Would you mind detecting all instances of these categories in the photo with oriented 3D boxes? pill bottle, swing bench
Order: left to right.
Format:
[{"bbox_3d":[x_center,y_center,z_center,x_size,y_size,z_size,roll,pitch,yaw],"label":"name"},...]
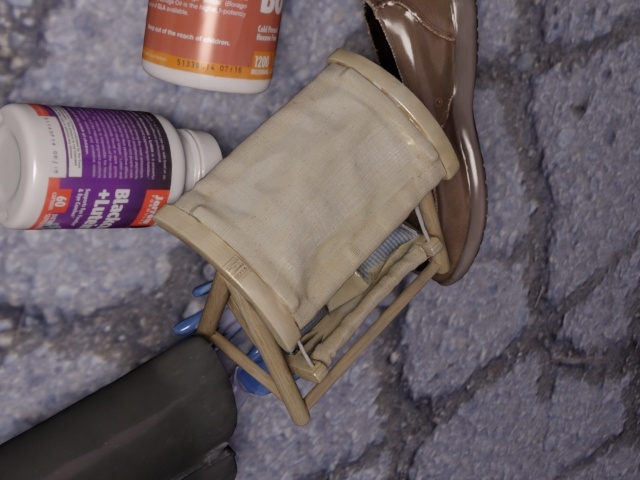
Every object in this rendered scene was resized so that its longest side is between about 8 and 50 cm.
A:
[{"bbox_3d":[-0.189,-0.064,0.866,0.194,0.108,0.108,-2,110,-39],"label":"pill bottle"},{"bbox_3d":[-0.088,-0.247,0.862,0.121,0.121,0.216,-4,111,-39],"label":"pill bottle"},{"bbox_3d":[0.000,0.000,0.938,0.253,0.165,0.254,-45,157,-23],"label":"swing bench"}]

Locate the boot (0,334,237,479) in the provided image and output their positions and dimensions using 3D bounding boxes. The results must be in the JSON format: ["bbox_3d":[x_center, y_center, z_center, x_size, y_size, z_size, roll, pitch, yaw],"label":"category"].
[{"bbox_3d":[-0.268,0.206,0.844,0.445,0.146,0.367,-21,150,-28],"label":"boot"}]

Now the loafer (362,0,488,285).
[{"bbox_3d":[0.102,-0.122,1.094,0.130,0.134,0.365,-9,106,-12],"label":"loafer"}]

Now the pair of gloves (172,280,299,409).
[{"bbox_3d":[-0.080,0.109,1.094,0.159,0.023,0.198,-39,130,-21],"label":"pair of gloves"}]
